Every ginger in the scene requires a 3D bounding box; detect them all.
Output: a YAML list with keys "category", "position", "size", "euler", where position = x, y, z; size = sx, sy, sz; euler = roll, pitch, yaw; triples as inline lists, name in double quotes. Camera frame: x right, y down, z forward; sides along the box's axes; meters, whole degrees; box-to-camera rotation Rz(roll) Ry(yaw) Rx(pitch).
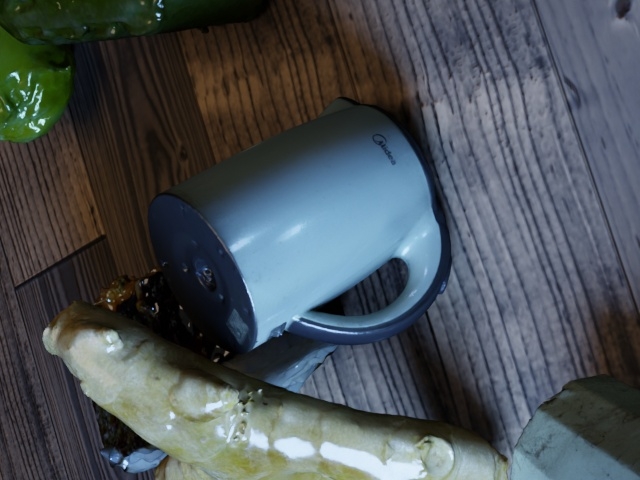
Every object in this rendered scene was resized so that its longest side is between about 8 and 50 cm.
- category: "ginger"
  position: [-0.043, 0.173, 1.471]
  size: [0.363, 0.348, 0.122]
  euler: [3, 66, 27]

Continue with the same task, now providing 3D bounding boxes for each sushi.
- category: "sushi"
  position: [-0.132, 0.101, 1.708]
  size: [0.348, 0.234, 0.207]
  euler: [-40, 68, 41]

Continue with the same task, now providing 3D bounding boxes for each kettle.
- category: "kettle"
  position: [0.000, 0.000, 1.516]
  size: [0.221, 0.236, 0.161]
  euler: [52, 152, 14]

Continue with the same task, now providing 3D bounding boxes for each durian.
- category: "durian"
  position: [-0.438, -0.220, 2.005]
  size: [0.339, 0.204, 0.256]
  euler: [-4, 64, 14]

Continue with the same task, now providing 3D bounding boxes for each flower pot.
- category: "flower pot"
  position: [0.253, 0.210, 1.298]
  size: [0.202, 0.212, 0.212]
  euler: [30, 121, 51]

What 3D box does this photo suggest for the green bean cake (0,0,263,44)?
- category: "green bean cake"
  position: [-0.225, -0.359, 1.711]
  size: [0.335, 0.218, 0.319]
  euler: [-3, 99, 49]
